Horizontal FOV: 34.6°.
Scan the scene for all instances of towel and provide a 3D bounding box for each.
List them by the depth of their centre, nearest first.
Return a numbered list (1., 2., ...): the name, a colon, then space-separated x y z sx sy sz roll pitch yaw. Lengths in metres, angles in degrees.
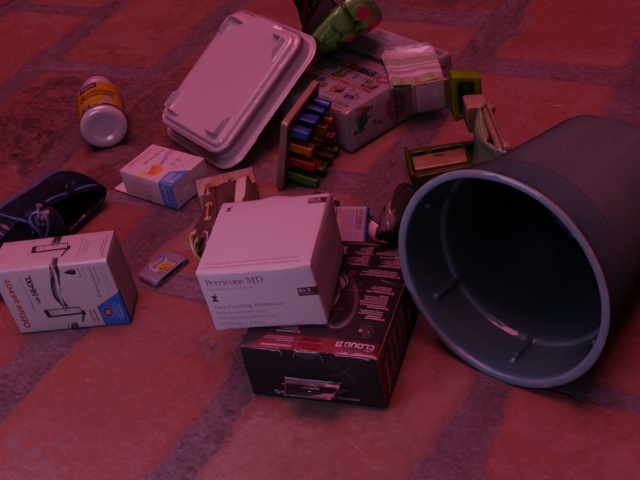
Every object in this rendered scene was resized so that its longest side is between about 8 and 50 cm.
1. towel: 0.187 -0.358 2.092 0.113 0.023 0.152 -10 38 1

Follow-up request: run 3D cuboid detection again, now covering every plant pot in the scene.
1. plant pot: 0.349 -0.015 1.533 0.341 0.341 0.334 20 40 35

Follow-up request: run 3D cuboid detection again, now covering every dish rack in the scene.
1. dish rack: -0.187 -0.333 2.142 0.285 0.072 0.333 32 85 45

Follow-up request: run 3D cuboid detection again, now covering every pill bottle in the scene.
1. pill bottle: -0.486 -0.291 2.274 0.103 0.103 0.184 -16 37 -6

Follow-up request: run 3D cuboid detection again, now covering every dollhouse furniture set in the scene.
1. dollhouse furniture set: 0.237 -0.149 1.817 0.151 0.198 0.301 -9 37 1

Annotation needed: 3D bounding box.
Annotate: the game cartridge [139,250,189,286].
1. game cartridge: -0.285 0.049 1.851 0.056 0.017 0.083 17 45 37

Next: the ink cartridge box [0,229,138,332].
1. ink cartridge box: -0.433 0.073 1.751 0.203 0.148 0.086 -7 39 7

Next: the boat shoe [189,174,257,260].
1. boat shoe: -0.176 -0.007 1.818 0.096 0.117 0.324 -11 33 9

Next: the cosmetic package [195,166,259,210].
1. cosmetic package: -0.181 -0.100 1.995 0.115 0.041 0.060 -15 37 -4

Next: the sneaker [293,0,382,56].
1. sneaker: 0.007 -0.529 2.266 0.185 0.202 0.483 -28 15 0

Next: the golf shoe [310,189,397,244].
1. golf shoe: 0.044 -0.012 1.811 0.198 0.077 0.094 23 71 35

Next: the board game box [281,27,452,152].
1. board game box: 0.096 -0.324 2.169 0.303 0.097 0.224 -33 41 -27

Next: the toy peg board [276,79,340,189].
1. toy peg board: -0.015 -0.196 1.992 0.079 0.161 0.161 19 44 12

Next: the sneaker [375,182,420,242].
1. sneaker: 0.173 -0.037 1.706 0.106 0.101 0.267 26 16 19

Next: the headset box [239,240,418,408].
1. headset box: 0.021 0.130 1.585 0.218 0.110 0.293 3 39 19

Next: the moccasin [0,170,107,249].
1. moccasin: -0.524 -0.034 1.926 0.116 0.138 0.342 10 43 20

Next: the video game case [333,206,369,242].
1. video game case: 0.000 0.000 1.775 0.166 0.015 0.119 1 78 20

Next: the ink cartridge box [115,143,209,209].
1. ink cartridge box: -0.326 -0.133 2.059 0.181 0.062 0.104 16 45 32

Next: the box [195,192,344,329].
1. box: -0.071 0.031 1.551 0.181 0.119 0.182 -5 37 16
